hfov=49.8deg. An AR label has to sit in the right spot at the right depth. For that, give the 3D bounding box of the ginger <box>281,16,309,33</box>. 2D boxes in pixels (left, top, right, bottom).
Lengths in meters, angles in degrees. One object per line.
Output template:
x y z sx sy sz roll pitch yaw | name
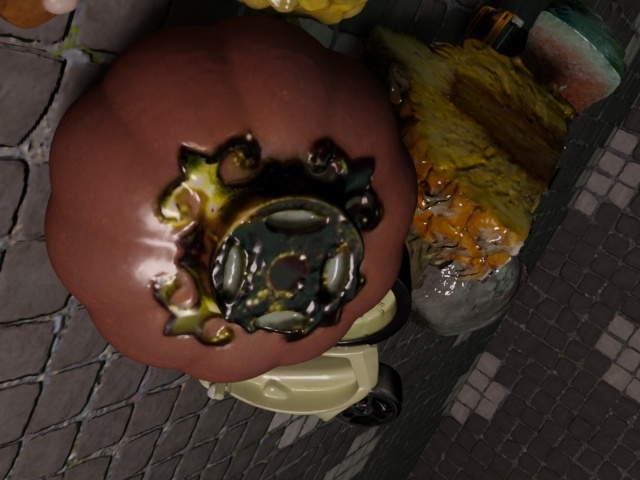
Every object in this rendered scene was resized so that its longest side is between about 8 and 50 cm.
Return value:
-0.038 -0.169 0.706 0.057 0.044 0.137 -50 164 -59 | ginger

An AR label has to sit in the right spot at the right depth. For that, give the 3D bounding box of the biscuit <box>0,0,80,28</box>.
-0.173 -0.180 0.364 0.324 0.049 0.205 -52 175 -31 | biscuit

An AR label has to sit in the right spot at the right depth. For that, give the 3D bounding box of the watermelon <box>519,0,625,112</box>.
0.364 -0.253 1.079 0.094 0.154 0.241 -40 172 -27 | watermelon

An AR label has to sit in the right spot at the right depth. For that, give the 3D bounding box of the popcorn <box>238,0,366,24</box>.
-0.013 -0.252 0.535 0.180 0.180 0.170 -43 -175 -25 | popcorn

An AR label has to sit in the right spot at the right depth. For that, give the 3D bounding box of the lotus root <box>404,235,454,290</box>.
0.160 -0.072 1.113 0.390 0.111 0.375 -26 141 -42 | lotus root

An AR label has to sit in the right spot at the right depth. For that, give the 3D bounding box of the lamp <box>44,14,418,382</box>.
-0.060 -0.021 0.551 0.305 0.239 0.305 -8 115 -18 | lamp

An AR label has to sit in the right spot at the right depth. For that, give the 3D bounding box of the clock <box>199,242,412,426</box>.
-0.024 0.111 0.848 0.120 0.276 0.379 -85 178 -46 | clock

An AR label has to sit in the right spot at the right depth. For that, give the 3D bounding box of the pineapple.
0.135 -0.118 0.876 0.344 0.286 0.209 -54 180 -43 | pineapple

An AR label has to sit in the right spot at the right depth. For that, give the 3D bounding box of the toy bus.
0.272 -0.309 1.052 0.069 0.074 0.162 -55 159 17 | toy bus

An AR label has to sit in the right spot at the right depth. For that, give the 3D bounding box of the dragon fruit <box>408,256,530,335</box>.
0.293 0.102 1.450 0.221 0.204 0.283 -50 154 -10 | dragon fruit
